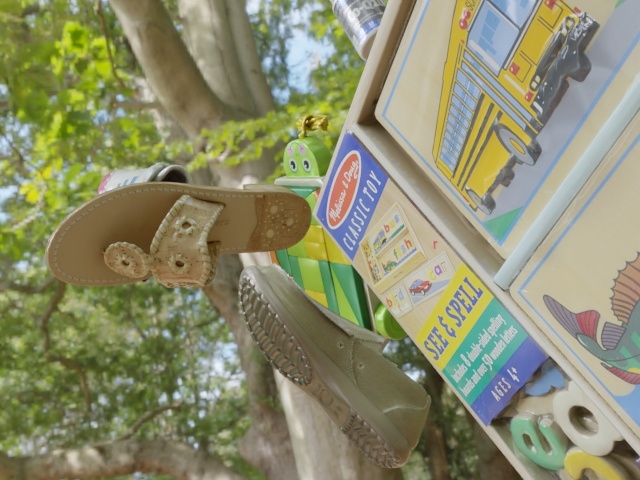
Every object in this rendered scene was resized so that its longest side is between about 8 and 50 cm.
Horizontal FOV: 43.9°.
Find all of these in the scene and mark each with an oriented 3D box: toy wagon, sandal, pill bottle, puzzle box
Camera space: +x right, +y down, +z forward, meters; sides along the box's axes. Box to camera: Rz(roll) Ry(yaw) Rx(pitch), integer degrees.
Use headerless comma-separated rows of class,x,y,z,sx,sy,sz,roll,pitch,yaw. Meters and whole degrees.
toy wagon,0.000,0.000,1.100,0.068,0.345,0.267,-22,16,-33
sandal,-0.099,-0.001,0.665,0.240,0.079,0.088,-10,-64,-32
pill bottle,0.066,-0.355,1.243,0.078,0.137,0.078,-24,-22,-11
puzzle box,0.133,-0.052,0.346,0.052,0.272,0.409,-23,-28,-30

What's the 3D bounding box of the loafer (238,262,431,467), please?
loafer,0.015,0.124,0.868,0.092,0.268,0.102,-36,-10,-31

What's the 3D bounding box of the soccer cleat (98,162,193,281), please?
soccer cleat,-0.238,-0.056,1.141,0.116,0.331,0.143,37,-84,-27
